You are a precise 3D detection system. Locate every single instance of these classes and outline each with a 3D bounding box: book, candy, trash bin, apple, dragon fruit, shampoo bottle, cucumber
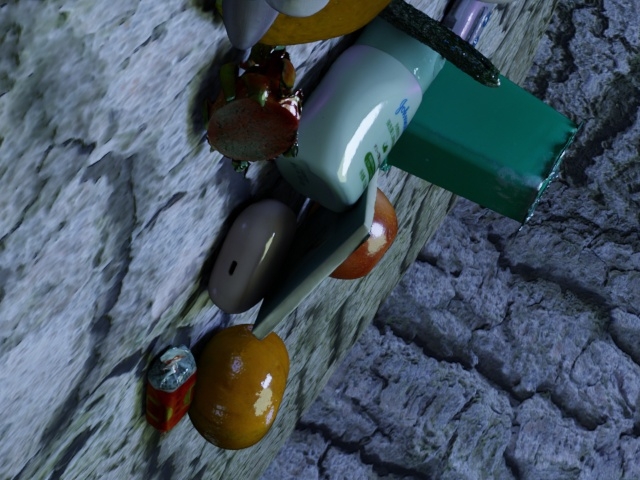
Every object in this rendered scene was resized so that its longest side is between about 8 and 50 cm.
[{"bbox_3d":[0.000,0.000,1.491,0.264,0.031,0.379,-45,-169,20],"label":"book"},{"bbox_3d":[-0.250,0.249,1.445,0.086,0.059,0.292,-44,160,-38],"label":"candy"},{"bbox_3d":[0.291,-0.204,1.745,0.295,0.381,0.259,-55,165,-17],"label":"trash bin"},{"bbox_3d":[0.064,-0.017,1.777,0.210,0.173,0.235,-59,168,-2],"label":"apple"},{"bbox_3d":[-0.070,-0.170,1.061,0.138,0.142,0.175,20,78,-43],"label":"dragon fruit"},{"bbox_3d":[0.076,-0.227,1.406,0.349,0.151,0.222,-57,160,-15],"label":"shampoo bottle"},{"bbox_3d":[0.172,-0.315,1.332,0.043,0.256,0.044,-52,174,-18],"label":"cucumber"}]

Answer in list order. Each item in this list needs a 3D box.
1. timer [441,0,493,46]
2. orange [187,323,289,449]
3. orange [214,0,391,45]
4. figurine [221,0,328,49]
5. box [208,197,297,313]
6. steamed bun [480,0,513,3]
[{"bbox_3d":[0.312,-0.463,1.945,0.208,0.069,0.191,-63,166,21],"label":"timer"},{"bbox_3d":[-0.154,0.265,1.579,0.240,0.171,0.240,-163,-90,-88],"label":"orange"},{"bbox_3d":[0.026,-0.357,0.934,0.262,0.196,0.334,-65,177,-85],"label":"orange"},{"bbox_3d":[0.012,-0.269,0.639,0.266,0.361,0.378,-26,159,-27],"label":"figurine"},{"bbox_3d":[-0.110,0.026,1.406,0.200,0.088,0.146,-64,169,23],"label":"box"},{"bbox_3d":[0.365,-0.581,1.512,0.374,0.241,0.374,-58,171,-14],"label":"steamed bun"}]
